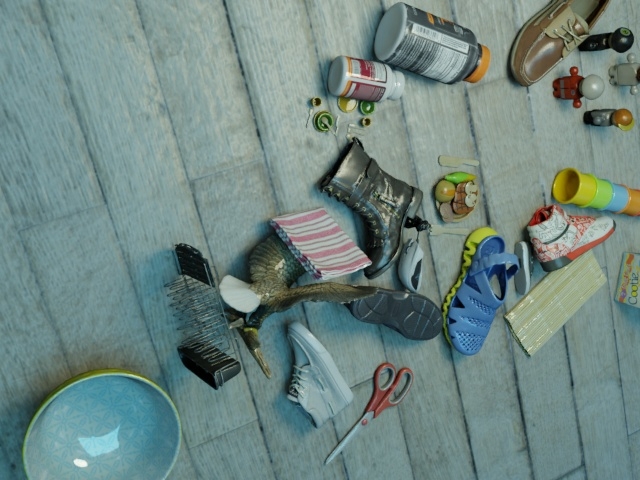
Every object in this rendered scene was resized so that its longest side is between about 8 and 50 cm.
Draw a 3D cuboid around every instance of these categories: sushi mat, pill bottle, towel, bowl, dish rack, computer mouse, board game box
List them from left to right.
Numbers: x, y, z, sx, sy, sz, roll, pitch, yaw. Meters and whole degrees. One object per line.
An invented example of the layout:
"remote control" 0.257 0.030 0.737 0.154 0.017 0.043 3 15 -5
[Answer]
"bowl" -0.434 0.372 1.421 0.289 0.156 0.290 -5 103 -23
"dish rack" -0.247 0.142 1.436 0.074 0.208 0.272 -21 107 -28
"towel" 0.000 0.000 1.515 0.144 0.197 0.029 -15 141 -36
"pill bottle" 0.100 -0.344 1.550 0.152 0.086 0.086 5 98 -24
"computer mouse" 0.209 0.034 1.668 0.042 0.106 0.193 -4 108 -21
"pill bottle" 0.252 -0.420 1.576 0.245 0.130 0.130 13 95 -25
"sushi mat" 0.628 0.156 1.911 0.316 0.019 0.151 -42 114 -11
"board game box" 0.977 0.122 1.985 0.275 0.142 0.144 5 98 -24

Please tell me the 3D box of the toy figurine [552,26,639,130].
"toy figurine" 0.709 -0.393 1.767 0.209 0.148 0.213 35 85 -25

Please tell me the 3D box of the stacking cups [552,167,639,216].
"stacking cups" 0.751 -0.111 1.882 0.316 0.096 0.096 11 95 -29

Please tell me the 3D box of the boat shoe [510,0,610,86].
"boat shoe" 0.573 -0.504 1.705 0.123 0.116 0.324 38 84 -24

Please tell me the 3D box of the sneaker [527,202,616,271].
"sneaker" 0.641 -0.042 1.838 0.270 0.090 0.145 -30 97 -25

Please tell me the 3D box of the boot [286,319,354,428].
"boot" -0.029 0.309 1.614 0.123 0.095 0.258 -40 114 -19

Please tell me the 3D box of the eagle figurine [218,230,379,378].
"eagle figurine" -0.062 0.100 1.518 0.298 0.225 0.226 -37 102 -1

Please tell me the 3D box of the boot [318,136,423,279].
"boot" 0.091 -0.070 1.607 0.229 0.091 0.263 29 80 -23

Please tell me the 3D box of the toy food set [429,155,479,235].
"toy food set" 0.330 -0.103 1.721 0.132 0.038 0.192 1 100 -24

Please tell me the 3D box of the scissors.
"scissors" 0.124 0.431 1.746 0.109 0.021 0.297 32 85 -27

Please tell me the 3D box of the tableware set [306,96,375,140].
"tableware set" 0.047 -0.279 1.574 0.154 0.024 0.104 10 96 -24

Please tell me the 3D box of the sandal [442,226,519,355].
"sandal" 0.392 0.131 1.741 0.126 0.138 0.317 8 99 -26

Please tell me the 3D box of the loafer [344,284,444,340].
"loafer" 0.166 0.155 1.674 0.302 0.095 0.109 21 95 -39

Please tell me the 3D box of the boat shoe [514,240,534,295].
"boat shoe" 0.525 0.070 1.834 0.040 0.049 0.142 -8 101 -22
